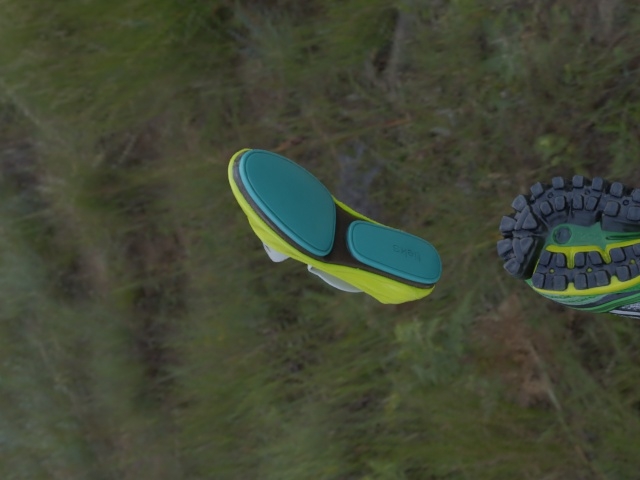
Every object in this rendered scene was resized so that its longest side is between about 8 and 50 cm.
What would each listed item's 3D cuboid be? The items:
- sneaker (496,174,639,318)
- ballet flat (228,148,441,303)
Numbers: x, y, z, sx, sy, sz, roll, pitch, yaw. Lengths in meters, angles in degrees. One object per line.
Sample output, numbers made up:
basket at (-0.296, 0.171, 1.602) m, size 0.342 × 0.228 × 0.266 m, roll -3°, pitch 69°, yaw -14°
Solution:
sneaker at (0.340, 0.002, 1.049) m, size 0.343 × 0.146 × 0.134 m, roll 1°, pitch 74°, yaw 27°
ballet flat at (0.000, 0.000, 1.012) m, size 0.077 × 0.231 × 0.077 m, roll -29°, pitch 45°, yaw 43°
